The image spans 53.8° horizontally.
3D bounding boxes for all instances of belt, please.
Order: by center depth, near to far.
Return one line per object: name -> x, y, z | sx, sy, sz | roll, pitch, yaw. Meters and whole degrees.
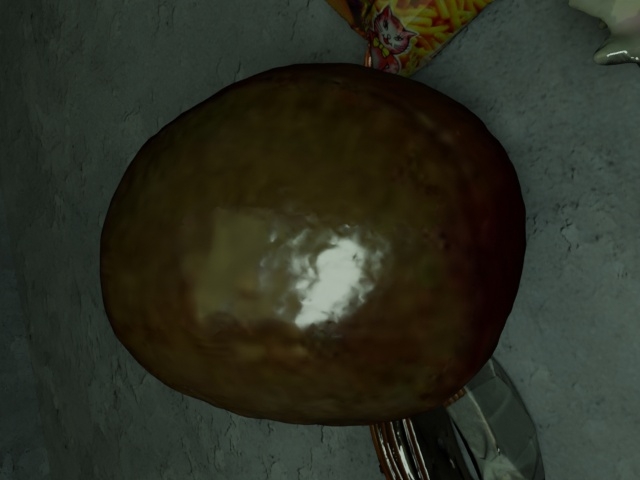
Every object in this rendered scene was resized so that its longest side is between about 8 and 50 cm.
belt -> 0.157, 0.237, 0.738 | 0.184, 0.105, 0.261 | -25, 77, 42

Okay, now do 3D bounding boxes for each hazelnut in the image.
hazelnut -> 0.000, 0.000, 0.655 | 0.421, 0.421, 0.353 | -21, 105, 45

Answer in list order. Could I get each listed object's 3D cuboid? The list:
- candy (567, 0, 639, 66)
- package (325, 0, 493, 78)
candy -> 0.304, -0.224, 0.475 | 0.195, 0.184, 0.137 | -38, 73, 41
package -> 0.121, -0.318, 0.702 | 0.288, 0.108, 0.223 | -34, 66, 32
